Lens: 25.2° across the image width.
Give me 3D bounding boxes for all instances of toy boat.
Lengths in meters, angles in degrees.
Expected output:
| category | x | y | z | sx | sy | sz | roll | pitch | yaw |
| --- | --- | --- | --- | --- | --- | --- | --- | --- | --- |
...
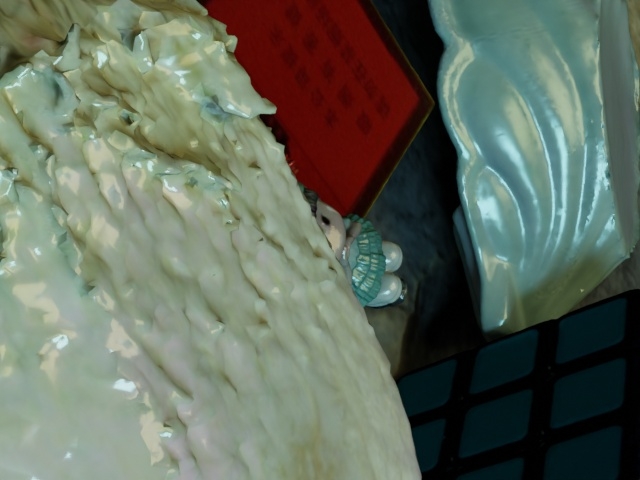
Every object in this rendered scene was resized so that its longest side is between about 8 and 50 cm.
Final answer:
| category | x | y | z | sx | sy | sz | roll | pitch | yaw |
| --- | --- | --- | --- | --- | --- | --- | --- | --- | --- |
| toy boat | 0.132 | -0.081 | 0.853 | 0.199 | 0.100 | 0.290 | 20 | 68 | -63 |

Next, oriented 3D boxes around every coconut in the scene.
| category | x | y | z | sx | sy | sz | roll | pitch | yaw |
| --- | --- | --- | --- | --- | --- | --- | --- | --- | --- |
| coconut | -0.113 | 0.081 | 0.421 | 0.297 | 0.297 | 0.309 | -25 | 96 | -49 |

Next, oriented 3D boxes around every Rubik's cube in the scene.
| category | x | y | z | sx | sy | sz | roll | pitch | yaw |
| --- | --- | --- | --- | --- | --- | --- | --- | --- | --- |
| Rubik's cube | 0.131 | 0.150 | 0.742 | 0.163 | 0.161 | 0.162 | 54 | 29 | -24 |

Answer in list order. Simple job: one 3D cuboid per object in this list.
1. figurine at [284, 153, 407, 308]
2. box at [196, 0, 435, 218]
| category | x | y | z | sx | sy | sz | roll | pitch | yaw |
| --- | --- | --- | --- | --- | --- | --- | --- | --- | --- |
| figurine | 0.000 | 0.000 | 0.645 | 0.106 | 0.047 | 0.060 | 24 | 80 | -49 |
| box | -0.046 | -0.049 | 0.692 | 0.153 | 0.074 | 0.239 | 58 | 44 | -27 |
